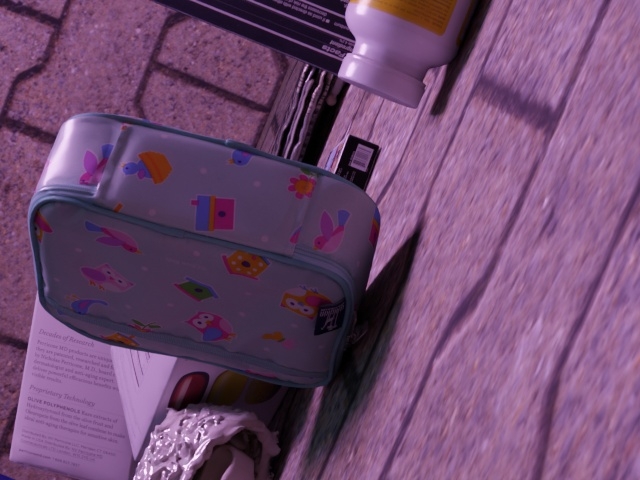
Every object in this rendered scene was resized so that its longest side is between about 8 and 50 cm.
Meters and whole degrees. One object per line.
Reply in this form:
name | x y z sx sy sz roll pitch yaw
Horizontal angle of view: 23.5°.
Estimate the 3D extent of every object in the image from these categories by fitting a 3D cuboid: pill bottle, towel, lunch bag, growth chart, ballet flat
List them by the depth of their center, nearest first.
lunch bag | -0.092 0.021 1.246 0.224 0.279 0.108 102 -176 -55
pill bottle | 0.083 -0.211 1.306 0.103 0.103 0.184 -139 72 -83
ballet flat | -0.136 0.316 1.326 0.147 0.147 0.409 124 165 -61
growth chart | 0.042 -0.277 2.194 0.237 0.021 0.172 -83 15 -68
towel | -0.031 -0.160 2.230 0.324 0.056 0.312 -83 13 -78

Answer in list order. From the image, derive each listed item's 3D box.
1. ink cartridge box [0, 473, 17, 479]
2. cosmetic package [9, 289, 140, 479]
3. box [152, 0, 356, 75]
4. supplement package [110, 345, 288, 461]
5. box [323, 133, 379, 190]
ink cartridge box | -0.324 0.421 1.824 0.395 0.270 0.151 -113 46 -80
cosmetic package | -0.213 0.072 1.717 0.197 0.155 0.366 -9 -70 -75
box | -0.013 -0.382 1.768 0.183 0.296 0.294 -79 13 -56
supplement package | -0.109 0.097 1.490 0.244 0.139 0.134 116 143 -54
box | 0.000 0.000 1.582 0.114 0.036 0.207 145 146 -78
